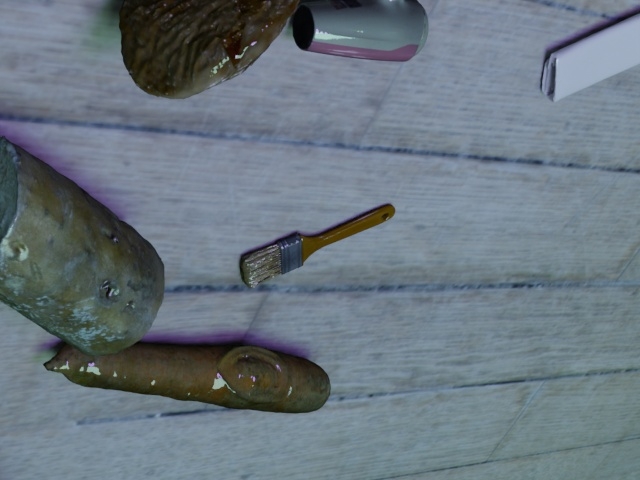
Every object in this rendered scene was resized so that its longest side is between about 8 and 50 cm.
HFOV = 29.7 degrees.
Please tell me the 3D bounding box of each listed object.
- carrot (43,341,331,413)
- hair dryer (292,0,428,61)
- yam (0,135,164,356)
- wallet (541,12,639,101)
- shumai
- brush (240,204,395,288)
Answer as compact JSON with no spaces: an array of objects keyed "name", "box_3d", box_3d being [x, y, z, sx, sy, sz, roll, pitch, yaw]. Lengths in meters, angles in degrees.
[{"name":"carrot","box_3d":[-0.115,0.129,1.170,0.342,0.070,0.070,13,122,-45]},{"name":"hair dryer","box_3d":[0.045,-0.215,0.943,0.106,0.054,0.154,-1,121,-33]},{"name":"yam","box_3d":[-0.208,0.006,0.919,0.107,0.107,0.194,-39,144,4]},{"name":"wallet","box_3d":[0.272,-0.181,1.176,0.122,0.025,0.061,-25,144,-15]},{"name":"shumai","box_3d":[-0.066,-0.158,0.849,0.105,0.123,0.139,11,110,-59]},{"name":"brush","box_3d":[0.000,0.000,1.164,0.169,0.014,0.043,-23,142,-20]}]
